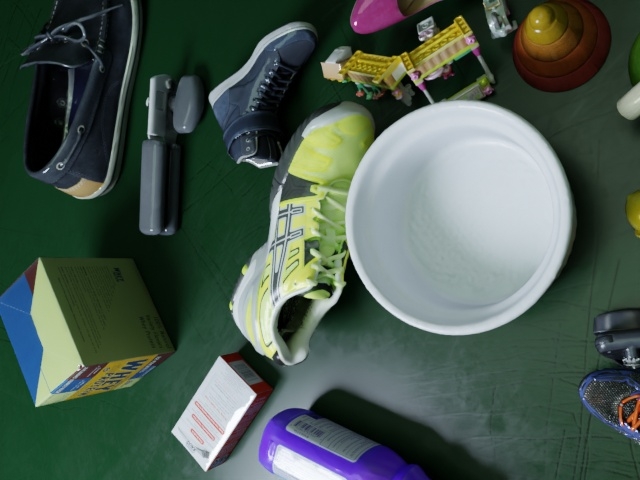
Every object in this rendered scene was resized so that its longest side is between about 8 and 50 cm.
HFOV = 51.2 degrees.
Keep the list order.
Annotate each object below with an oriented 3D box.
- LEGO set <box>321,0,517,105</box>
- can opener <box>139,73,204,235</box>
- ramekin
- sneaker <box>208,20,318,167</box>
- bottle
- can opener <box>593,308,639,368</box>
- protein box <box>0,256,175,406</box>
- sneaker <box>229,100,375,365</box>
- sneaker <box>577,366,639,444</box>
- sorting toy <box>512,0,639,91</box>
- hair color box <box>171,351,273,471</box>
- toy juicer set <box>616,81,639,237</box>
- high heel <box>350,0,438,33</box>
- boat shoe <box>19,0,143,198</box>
[{"bbox_3d":[0.132,-0.229,0.920,0.287,0.107,0.132,-14,47,34],"label":"LEGO set"},{"bbox_3d":[-0.260,-0.147,1.139,0.093,0.074,0.281,8,93,30],"label":"can opener"},{"bbox_3d":[0.184,-0.026,0.841,0.277,0.135,0.277,-1,88,31],"label":"ramekin"},{"bbox_3d":[-0.070,-0.208,1.014,0.226,0.086,0.164,-35,61,35],"label":"sneaker"},{"bbox_3d":[0.054,0.322,0.916,0.282,0.118,0.092,17,95,29],"label":"bottle"},{"bbox_3d":[0.403,0.108,0.746,0.186,0.059,0.073,-6,70,27],"label":"can opener"},{"bbox_3d":[-0.395,0.147,1.135,0.136,0.201,0.200,-38,71,24],"label":"protein box"},{"bbox_3d":[0.000,0.000,0.927,0.147,0.145,0.385,45,123,49],"label":"sneaker"},{"bbox_3d":[0.394,0.209,0.737,0.221,0.087,0.083,25,100,28],"label":"sneaker"},{"bbox_3d":[0.378,-0.219,0.739,0.365,0.126,0.127,18,97,30],"label":"sorting toy"},{"bbox_3d":[-0.160,0.275,1.080,0.093,0.053,0.167,41,107,24],"label":"hair color box"},{"bbox_3d":[0.423,-0.076,0.708,0.209,0.089,0.329,-11,94,64],"label":"toy juicer set"},{"bbox_3d":[0.158,-0.330,0.862,0.244,0.082,0.117,-33,52,-4],"label":"high heel"},{"bbox_3d":[-0.441,-0.328,1.207,0.186,0.156,0.501,5,90,32],"label":"boat shoe"}]
